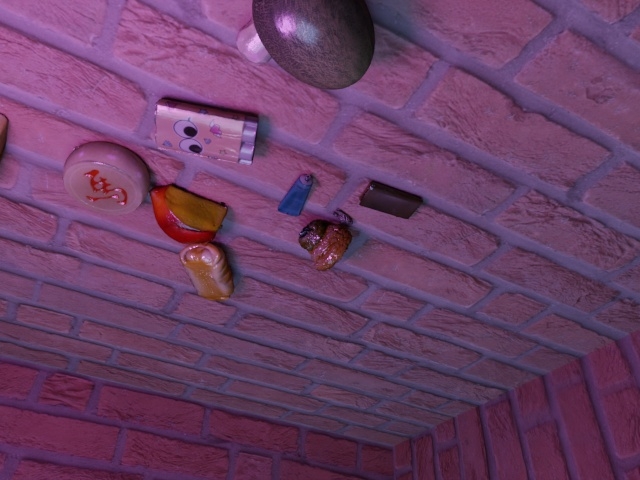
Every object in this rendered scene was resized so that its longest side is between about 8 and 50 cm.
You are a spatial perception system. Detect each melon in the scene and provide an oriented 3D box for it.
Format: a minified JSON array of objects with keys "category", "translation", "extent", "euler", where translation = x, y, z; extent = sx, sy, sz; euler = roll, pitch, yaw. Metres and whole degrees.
[{"category":"melon","translation":[-0.009,-0.493,1.233],"extent":[0.249,0.248,0.329],"euler":[-26,137,30]}]

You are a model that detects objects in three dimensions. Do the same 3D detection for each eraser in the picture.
[{"category":"eraser","translation":[-0.335,-0.323,1.582],"extent":[0.291,0.087,0.171],"euler":[9,142,-8]}]

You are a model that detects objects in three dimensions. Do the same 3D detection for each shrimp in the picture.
[{"category":"shrimp","translation":[0.076,-0.083,1.907],"extent":[0.038,0.029,0.092],"euler":[-22,130,39]}]

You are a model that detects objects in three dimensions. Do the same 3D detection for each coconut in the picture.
[{"category":"coconut","translation":[-0.159,-0.502,1.350],"extent":[0.124,0.110,0.110],"euler":[-33,129,32]}]

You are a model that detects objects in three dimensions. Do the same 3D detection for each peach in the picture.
[{"category":"peach","translation":[-0.475,-0.075,1.841],"extent":[0.267,0.153,0.159],"euler":[23,138,-24]}]

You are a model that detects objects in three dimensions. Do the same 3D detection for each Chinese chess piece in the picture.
[{"category":"Chinese chess piece","translation":[-0.695,-0.198,1.742],"extent":[0.273,0.102,0.273],"euler":[2,140,1]}]

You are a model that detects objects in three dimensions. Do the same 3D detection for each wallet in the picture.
[{"category":"wallet","translation":[0.239,-0.135,1.830],"extent":[0.198,0.031,0.110],"euler":[15,140,-16]}]

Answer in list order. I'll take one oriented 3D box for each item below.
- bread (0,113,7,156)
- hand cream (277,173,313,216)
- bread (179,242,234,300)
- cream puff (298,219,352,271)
[{"category":"bread","translation":[-1.051,-0.267,1.616],"extent":[0.135,0.178,0.240],"euler":[21,139,-23]},{"category":"hand cream","translation":[-0.077,-0.152,1.823],"extent":[0.083,0.048,0.224],"euler":[16,145,-15]},{"category":"bread","translation":[-0.438,0.122,2.106],"extent":[0.173,0.121,0.311],"euler":[1,141,6]},{"category":"cream puff","translation":[0.000,0.000,1.911],"extent":[0.169,0.183,0.183],"euler":[39,132,-10]}]
